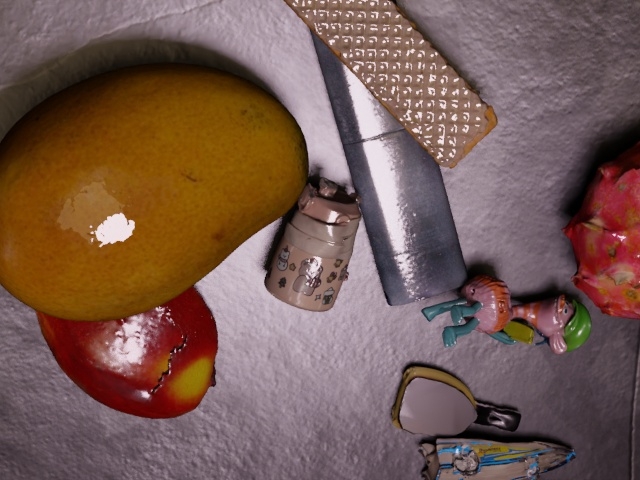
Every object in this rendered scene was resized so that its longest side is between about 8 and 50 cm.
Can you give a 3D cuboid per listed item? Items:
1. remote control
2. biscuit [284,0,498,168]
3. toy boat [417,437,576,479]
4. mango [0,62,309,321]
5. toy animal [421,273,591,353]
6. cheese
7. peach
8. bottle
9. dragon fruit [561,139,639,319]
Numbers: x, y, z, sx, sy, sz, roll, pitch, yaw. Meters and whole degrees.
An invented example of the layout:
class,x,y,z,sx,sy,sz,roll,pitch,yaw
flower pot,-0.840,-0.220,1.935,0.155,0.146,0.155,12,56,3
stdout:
class,x,y,z,sx,sy,sz,roll,pitch,yaw
remote control,0.081,-0.110,1.577,0.107,0.044,0.377,-19,105,-7
biscuit,0.048,-0.239,1.489,0.094,0.054,0.378,-43,105,4
toy boat,0.228,0.282,1.685,0.210,0.066,0.084,-2,138,-15
mango,-0.194,-0.061,1.473,0.378,0.221,0.264,-21,101,-12
toy animal,0.223,0.097,1.613,0.208,0.100,0.103,2,145,-29
cheese,0.175,0.212,1.671,0.162,0.036,0.086,13,99,-10
peach,-0.238,0.106,1.582,0.279,0.068,0.189,38,95,-14
bottle,0.000,0.000,1.566,0.099,0.099,0.152,18,104,-11
dragon fruit,0.402,-0.027,1.560,0.205,0.210,0.268,20,107,-52
